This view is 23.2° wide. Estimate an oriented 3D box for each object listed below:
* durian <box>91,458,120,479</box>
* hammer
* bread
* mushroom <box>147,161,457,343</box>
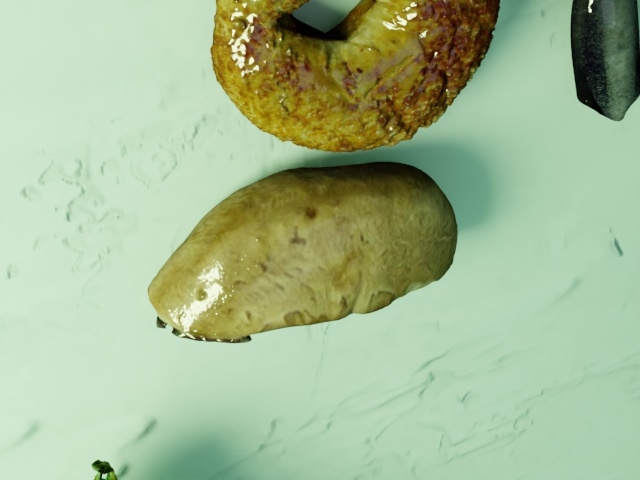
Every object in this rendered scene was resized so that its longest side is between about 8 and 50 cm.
[{"bbox_3d":[-0.087,0.246,0.999,0.106,0.132,0.375,-15,128,-8],"label":"durian"},{"bbox_3d":[0.182,-0.211,0.962,0.137,0.037,0.290,-19,123,-18],"label":"hammer"},{"bbox_3d":[0.023,-0.136,0.895,0.193,0.064,0.193,-12,122,-21],"label":"bread"},{"bbox_3d":[0.000,0.001,0.949,0.210,0.072,0.094,-9,113,-26],"label":"mushroom"}]
